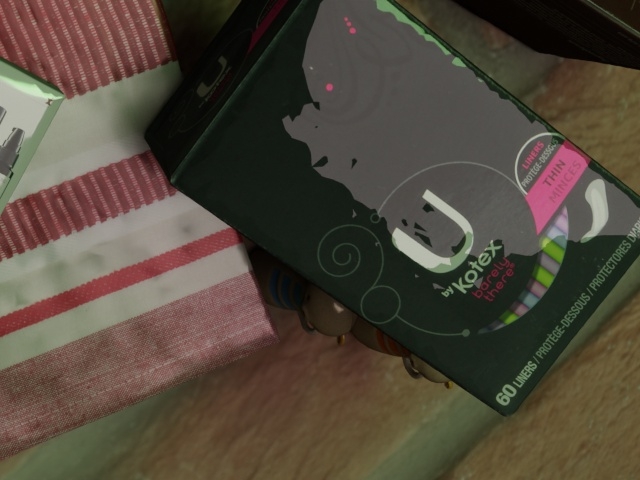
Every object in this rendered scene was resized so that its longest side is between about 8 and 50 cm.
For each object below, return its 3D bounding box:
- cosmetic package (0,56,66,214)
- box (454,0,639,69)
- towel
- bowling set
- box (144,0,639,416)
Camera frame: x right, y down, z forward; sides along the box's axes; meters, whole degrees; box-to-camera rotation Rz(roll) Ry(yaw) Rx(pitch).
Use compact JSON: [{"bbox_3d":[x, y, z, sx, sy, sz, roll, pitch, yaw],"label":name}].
[{"bbox_3d":[-0.281,-0.104,0.874,0.239,0.060,0.099,28,91,-19],"label":"cosmetic package"},{"bbox_3d":[0.205,-0.235,1.102,0.167,0.203,0.168,23,89,-34],"label":"box"},{"bbox_3d":[-0.187,-0.036,0.964,0.237,0.037,0.329,-22,106,-11],"label":"towel"},{"bbox_3d":[0.000,0.000,1.064,0.200,0.154,0.287,-22,113,-27],"label":"bowling set"},{"bbox_3d":[0.049,-0.040,0.930,0.270,0.143,0.165,35,95,-19],"label":"box"}]
